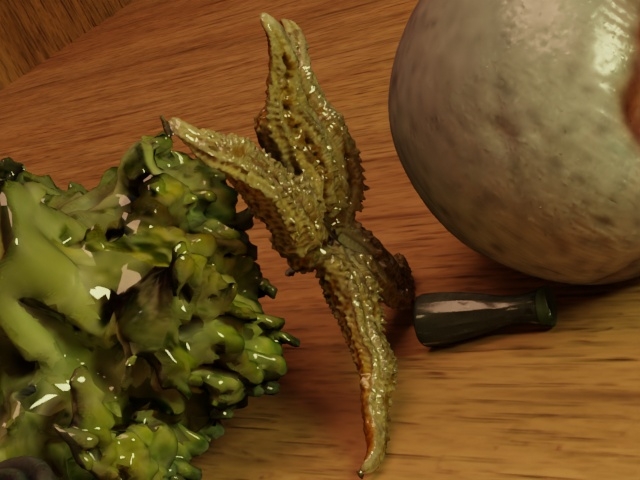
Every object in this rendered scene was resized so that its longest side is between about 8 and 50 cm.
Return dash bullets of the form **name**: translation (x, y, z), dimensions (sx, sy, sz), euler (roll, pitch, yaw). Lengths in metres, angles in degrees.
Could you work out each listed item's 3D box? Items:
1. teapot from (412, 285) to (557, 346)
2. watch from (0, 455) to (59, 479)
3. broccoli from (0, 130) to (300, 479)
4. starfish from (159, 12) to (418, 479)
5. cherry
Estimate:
- **teapot**: translation (0.127, 0.056, 0.925), dimensions (0.111, 0.042, 0.043), euler (-8, 28, 30)
- **watch**: translation (-0.203, 0.269, 0.556), dimensions (0.335, 0.314, 0.327), euler (-45, 14, -15)
- **broccoli**: translation (-0.189, 0.076, 0.947), dimensions (0.334, 0.324, 0.272), euler (-20, -1, 14)
- **starfish**: translation (-0.014, -0.023, 0.912), dimensions (0.084, 0.293, 0.301), euler (-16, 25, 22)
- **cherry**: translation (0.195, -0.109, 0.921), dimensions (0.335, 0.291, 0.326), euler (-40, 29, 40)
